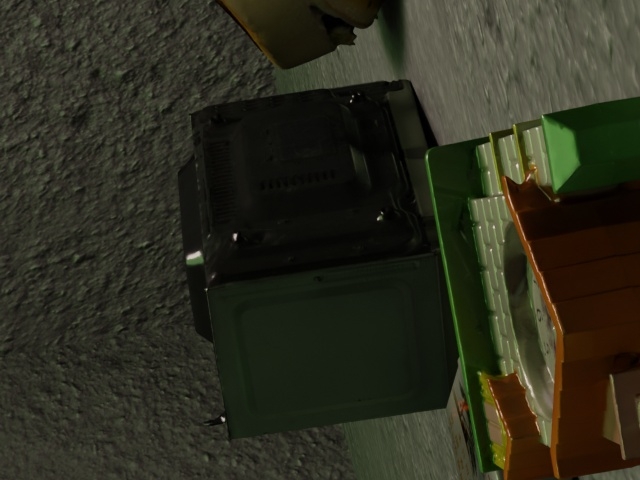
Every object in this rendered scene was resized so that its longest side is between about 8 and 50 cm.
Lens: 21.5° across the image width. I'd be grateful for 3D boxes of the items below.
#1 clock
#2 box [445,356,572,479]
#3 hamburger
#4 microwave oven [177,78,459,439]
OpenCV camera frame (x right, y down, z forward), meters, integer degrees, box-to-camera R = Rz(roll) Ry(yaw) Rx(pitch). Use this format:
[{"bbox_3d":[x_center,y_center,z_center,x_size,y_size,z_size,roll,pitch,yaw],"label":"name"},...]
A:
[{"bbox_3d":[0.147,0.036,0.994,0.255,0.106,0.220,171,88,-85],"label":"clock"},{"bbox_3d":[0.159,0.181,1.456,0.233,0.067,0.149,92,166,-69],"label":"box"},{"bbox_3d":[-0.049,-0.339,1.885,0.300,0.176,0.300,53,-169,-15],"label":"hamburger"},{"bbox_3d":[0.000,0.000,1.751,0.355,0.286,0.218,-99,3,-56],"label":"microwave oven"}]
